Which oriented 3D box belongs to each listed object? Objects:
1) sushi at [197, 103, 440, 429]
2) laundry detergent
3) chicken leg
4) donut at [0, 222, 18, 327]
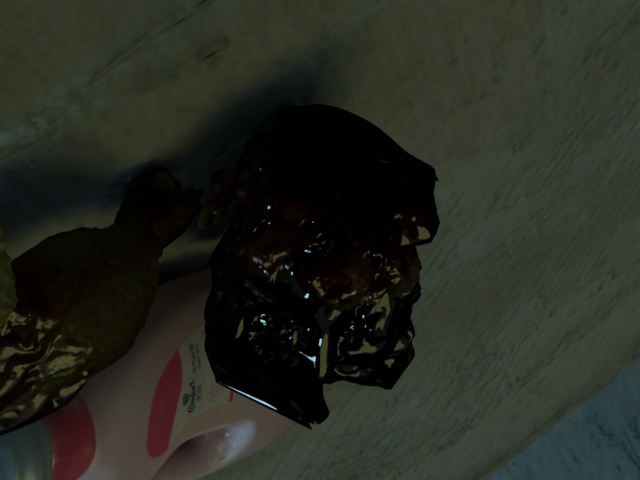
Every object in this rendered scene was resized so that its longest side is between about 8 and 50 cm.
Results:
[{"bbox_3d":[0.000,0.000,1.088,0.150,0.153,0.172,-69,170,24],"label":"sushi"},{"bbox_3d":[-0.119,0.106,1.182,0.335,0.088,0.159,-17,121,-55],"label":"laundry detergent"},{"bbox_3d":[-0.180,0.056,0.947,0.322,0.083,0.177,-33,-166,-16],"label":"chicken leg"},{"bbox_3d":[-0.253,0.036,0.750,0.151,0.112,0.295,-47,160,19],"label":"donut"}]
